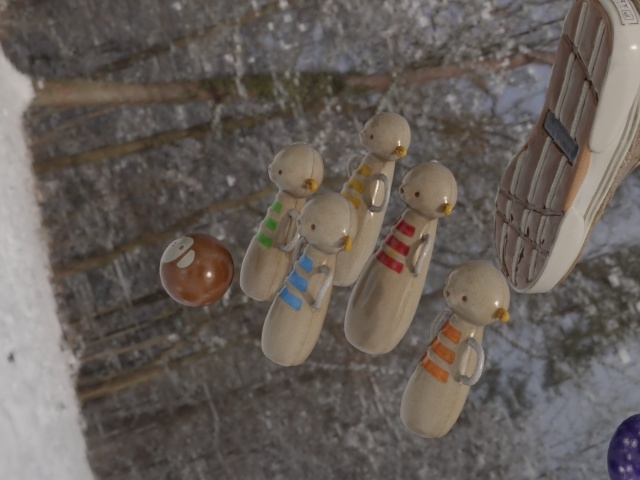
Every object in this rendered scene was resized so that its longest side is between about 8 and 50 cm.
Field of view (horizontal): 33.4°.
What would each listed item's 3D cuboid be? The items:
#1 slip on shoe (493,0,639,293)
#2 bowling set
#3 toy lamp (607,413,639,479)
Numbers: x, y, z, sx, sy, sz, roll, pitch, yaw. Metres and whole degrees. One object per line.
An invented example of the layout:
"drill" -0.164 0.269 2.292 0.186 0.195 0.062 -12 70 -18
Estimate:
"slip on shoe" 0.101 -0.032 0.401 0.051 0.041 0.135 -114 -155 -45
"bowling set" 0.000 0.000 0.763 0.154 0.199 0.287 -70 -153 20
"toy lamp" 0.337 0.187 0.789 0.274 0.080 0.080 9 -63 58
